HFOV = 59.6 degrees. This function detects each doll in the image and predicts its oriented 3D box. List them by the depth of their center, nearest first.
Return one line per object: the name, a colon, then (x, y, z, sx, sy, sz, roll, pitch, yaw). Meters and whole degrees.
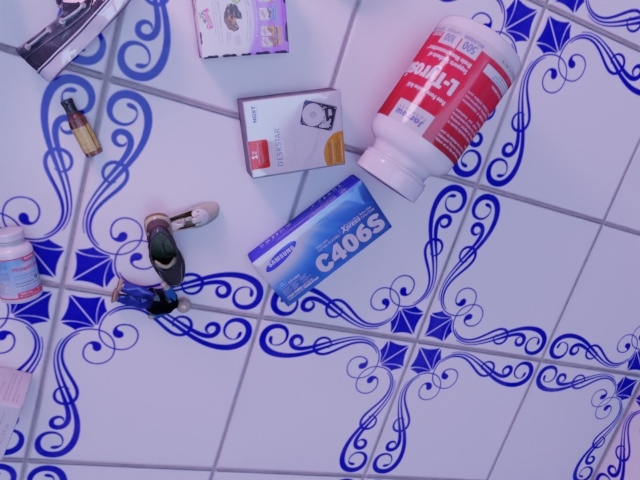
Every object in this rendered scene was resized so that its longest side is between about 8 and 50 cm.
doll: (-0.410, 0.144, 1.382, 0.189, 0.046, 0.129, 19, 122, -26)

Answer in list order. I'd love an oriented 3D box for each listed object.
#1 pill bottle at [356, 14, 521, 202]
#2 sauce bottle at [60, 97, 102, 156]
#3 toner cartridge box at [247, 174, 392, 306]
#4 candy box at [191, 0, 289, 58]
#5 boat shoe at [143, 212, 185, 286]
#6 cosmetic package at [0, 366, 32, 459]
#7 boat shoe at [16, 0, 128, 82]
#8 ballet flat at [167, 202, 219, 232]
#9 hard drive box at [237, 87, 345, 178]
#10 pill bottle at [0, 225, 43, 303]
pill bottle: (0.271, -0.305, 1.348, 0.229, 0.229, 0.407, 31, 97, -25)
sauce bottle: (-0.519, -0.245, 1.212, 0.042, 0.042, 0.128, -23, 113, -9)
toner cartridge box: (0.000, 0.000, 1.454, 0.348, 0.075, 0.165, -38, 115, -2)
candy box: (-0.176, -0.489, 1.221, 0.196, 0.070, 0.164, -9, 112, -16)
boat shoe: (-0.367, 0.039, 1.314, 0.080, 0.073, 0.223, -9, 133, -9)
cosmetic package: (-0.793, 0.385, 1.287, 0.184, 0.151, 0.151, 20, 101, -23)
boat shoe: (-0.480, -0.457, 1.118, 0.301, 0.108, 0.102, -41, 118, 7)
ballet flat: (-0.319, -0.046, 1.344, 0.168, 0.052, 0.057, -19, 114, -11)
hard drive box: (-0.068, -0.257, 1.331, 0.232, 0.089, 0.181, -11, 112, -14)
pill bottle: (-0.679, 0.054, 1.241, 0.087, 0.087, 0.160, -8, 112, -15)
